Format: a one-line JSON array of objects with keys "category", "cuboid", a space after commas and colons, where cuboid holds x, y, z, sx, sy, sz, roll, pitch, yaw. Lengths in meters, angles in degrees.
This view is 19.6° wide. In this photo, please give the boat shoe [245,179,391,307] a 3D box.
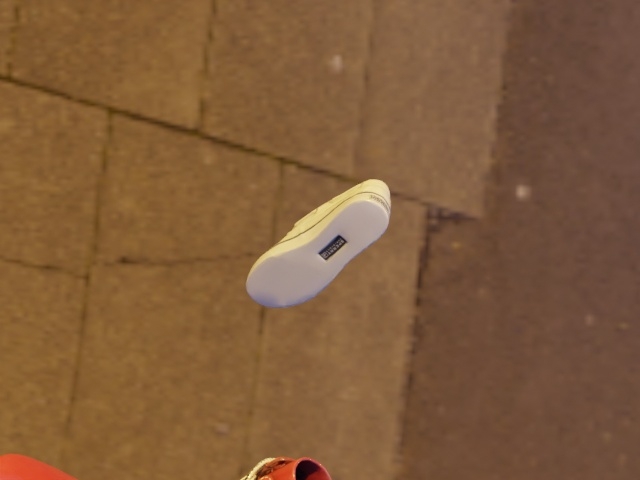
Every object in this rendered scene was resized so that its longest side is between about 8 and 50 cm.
[{"category": "boat shoe", "cuboid": [0.000, 0.000, 1.007, 0.035, 0.100, 0.035, 41, 30, -15]}]

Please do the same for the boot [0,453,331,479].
[{"category": "boot", "cuboid": [-0.086, 0.163, 1.113, 0.176, 0.244, 0.088, -64, 173, 34]}]
